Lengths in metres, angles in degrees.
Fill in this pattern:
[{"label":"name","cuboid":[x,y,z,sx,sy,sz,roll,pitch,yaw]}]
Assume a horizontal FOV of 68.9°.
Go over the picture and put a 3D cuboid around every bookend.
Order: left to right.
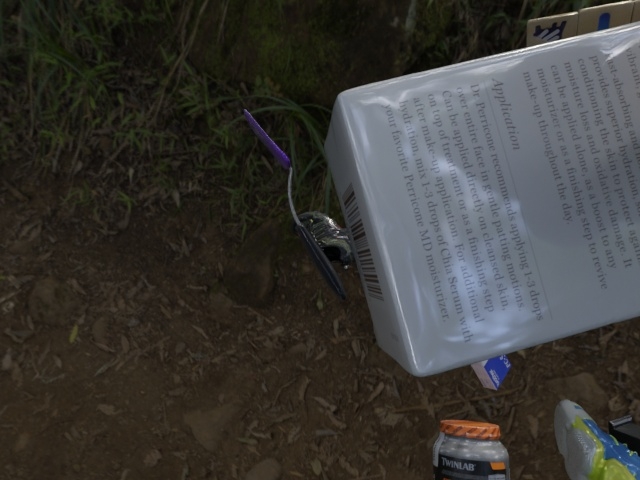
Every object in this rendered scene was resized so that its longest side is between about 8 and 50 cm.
[{"label":"bookend","cuboid":[0.741,0.496,1.038,0.073,0.156,0.157,-6,91,-21]}]

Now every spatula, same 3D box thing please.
[{"label":"spatula","cuboid":[-0.032,-0.046,0.660,0.030,0.084,0.296,-25,95,-5]}]

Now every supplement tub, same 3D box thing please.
[{"label":"supplement tub","cuboid":[0.390,0.640,1.209,0.194,0.193,0.315,1,75,4]}]

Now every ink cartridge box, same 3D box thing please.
[{"label":"ink cartridge box","cuboid":[0.457,0.309,1.310,0.097,0.207,0.046,-44,21,-29]}]

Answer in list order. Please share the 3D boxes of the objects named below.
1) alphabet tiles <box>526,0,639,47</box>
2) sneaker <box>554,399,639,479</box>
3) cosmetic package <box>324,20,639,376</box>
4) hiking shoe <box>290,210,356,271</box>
[{"label":"alphabet tiles","cuboid":[0.388,-0.167,0.670,0.285,0.342,0.011,-1,50,22]},{"label":"sneaker","cuboid":[0.416,0.322,0.621,0.126,0.091,0.240,-9,44,0]},{"label":"cosmetic package","cuboid":[0.252,-0.056,0.436,0.454,0.161,0.229,-14,87,-4]},{"label":"hiking shoe","cuboid":[0.000,0.000,1.132,0.227,0.086,0.114,20,44,34]}]
